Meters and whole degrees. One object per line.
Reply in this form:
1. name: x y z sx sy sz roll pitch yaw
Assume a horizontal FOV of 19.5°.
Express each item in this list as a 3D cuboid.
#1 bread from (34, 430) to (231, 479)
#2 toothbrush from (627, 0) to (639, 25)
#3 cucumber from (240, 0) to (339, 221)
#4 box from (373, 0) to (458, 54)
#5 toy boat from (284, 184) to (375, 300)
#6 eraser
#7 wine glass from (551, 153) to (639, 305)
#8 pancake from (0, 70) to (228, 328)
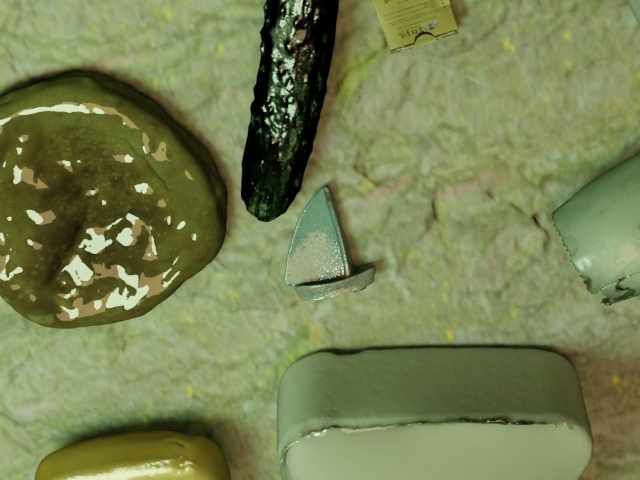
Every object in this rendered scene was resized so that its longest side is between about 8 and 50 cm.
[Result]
1. bread: -0.205 0.272 2.037 0.217 0.098 0.147 -4 121 4
2. toothbrush: 0.291 -0.251 1.787 0.030 0.025 0.342 -27 117 21
3. cucumber: -0.031 -0.144 1.816 0.072 0.081 0.303 -10 124 -29
4. box: 0.079 -0.255 1.785 0.073 0.020 0.149 -16 119 7
5. toy boat: 0.000 -0.001 1.929 0.096 0.034 0.122 -13 110 7
6. eraser: 0.093 0.234 1.994 0.331 0.150 0.331 -1 122 -2
7. wine glass: 0.390 -0.053 1.838 0.321 0.143 0.143 -26 117 16
8. pancake: -0.237 -0.035 1.890 0.294 0.049 0.294 -1 120 -2
